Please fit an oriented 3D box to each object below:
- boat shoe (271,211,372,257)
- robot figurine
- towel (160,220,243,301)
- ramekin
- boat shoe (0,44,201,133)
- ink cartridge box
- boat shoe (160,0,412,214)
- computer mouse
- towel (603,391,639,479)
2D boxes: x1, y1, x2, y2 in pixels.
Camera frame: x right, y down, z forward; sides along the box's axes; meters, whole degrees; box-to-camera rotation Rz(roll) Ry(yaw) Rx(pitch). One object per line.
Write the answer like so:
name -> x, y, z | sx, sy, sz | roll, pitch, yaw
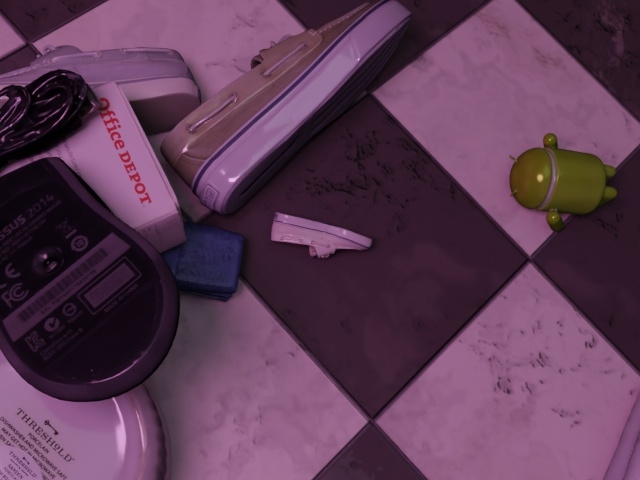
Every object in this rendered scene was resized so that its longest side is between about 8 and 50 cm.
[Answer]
boat shoe -> 0.000, 0.000, 0.747 | 0.100, 0.035, 0.035 | 14, 94, -13
robot figurine -> 0.253, -0.063, 0.815 | 0.115, 0.067, 0.101 | 5, 76, -12
towel -> -0.132, 0.013, 0.706 | 0.119, 0.029, 0.067 | 12, 68, -9
ramekin -> -0.215, 0.166, 0.581 | 0.207, 0.109, 0.207 | 5, 68, -13
boat shoe -> -0.230, -0.141, 0.722 | 0.227, 0.079, 0.081 | -10, 63, -23
ink cartridge box -> -0.228, -0.029, 0.648 | 0.190, 0.082, 0.140 | -24, 72, -13
boat shoe -> -0.027, -0.155, 0.759 | 0.094, 0.109, 0.302 | 42, 68, 6
computer mouse -> -0.191, 0.009, 0.561 | 0.188, 0.072, 0.272 | -36, 63, -13
towel -> 0.374, 0.345, 0.679 | 0.320, 0.090, 0.375 | 32, 65, 3
